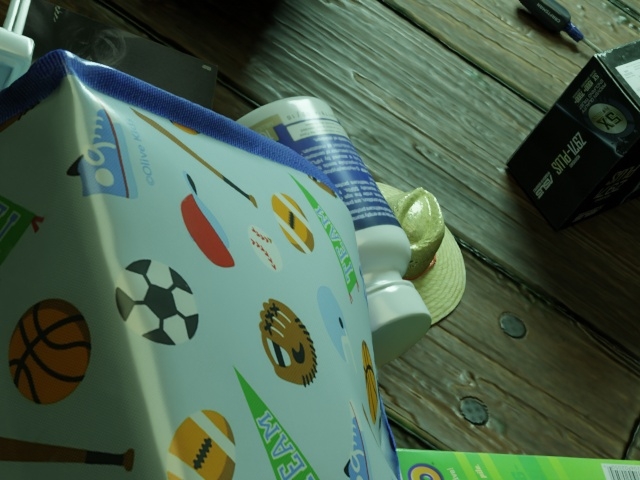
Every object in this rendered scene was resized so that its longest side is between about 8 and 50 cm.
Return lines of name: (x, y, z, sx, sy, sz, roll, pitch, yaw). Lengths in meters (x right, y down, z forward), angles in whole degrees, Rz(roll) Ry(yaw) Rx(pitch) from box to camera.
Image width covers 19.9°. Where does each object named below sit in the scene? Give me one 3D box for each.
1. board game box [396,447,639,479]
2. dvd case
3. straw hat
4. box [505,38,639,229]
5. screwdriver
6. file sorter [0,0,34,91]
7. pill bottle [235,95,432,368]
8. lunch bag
board game box: (0.144, 0.210, 1.287, 0.259, 0.039, 0.124, 8, 51, -29)
dvd case: (-0.163, -0.078, 1.348, 0.164, 0.018, 0.221, 20, 47, -17)
straw hat: (0.065, -0.005, 1.395, 0.144, 0.061, 0.144, 16, 49, -19)
box: (0.268, -0.101, 1.533, 0.180, 0.147, 0.077, -21, 68, -41)
screwdriver: (0.249, -0.174, 1.675, 0.170, 0.024, 0.025, 42, 74, -4)
file sorter: (-0.297, -0.102, 1.111, 0.192, 0.278, 0.173, 20, 43, -16)
pill bottle: (0.000, 0.000, 1.315, 0.112, 0.112, 0.187, -13, 62, -37)
lunch bag: (-0.073, 0.114, 1.054, 0.385, 0.239, 0.328, 14, 56, -58)
